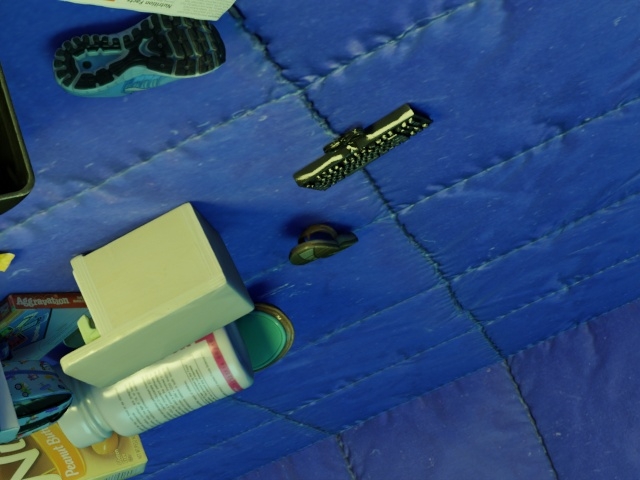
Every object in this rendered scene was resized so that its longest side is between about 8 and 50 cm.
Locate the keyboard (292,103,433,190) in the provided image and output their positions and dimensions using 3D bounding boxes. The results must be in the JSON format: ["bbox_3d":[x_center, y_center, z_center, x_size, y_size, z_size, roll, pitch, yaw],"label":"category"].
[{"bbox_3d":[0.050,-0.114,1.464,0.180,0.023,0.108,-31,159,22],"label":"keyboard"}]

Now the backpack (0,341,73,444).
[{"bbox_3d":[-0.430,0.209,1.565,0.173,0.116,0.158,-12,158,-25],"label":"backpack"}]

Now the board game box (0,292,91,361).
[{"bbox_3d":[-0.440,0.148,1.613,0.281,0.027,0.145,-36,157,34],"label":"board game box"}]

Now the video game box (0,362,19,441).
[{"bbox_3d":[-0.483,0.167,1.375,0.205,0.187,0.048,-11,156,-31],"label":"video game box"}]

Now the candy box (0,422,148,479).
[{"bbox_3d":[-0.452,0.322,1.822,0.317,0.182,0.087,-15,159,-21],"label":"candy box"}]

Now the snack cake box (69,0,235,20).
[{"bbox_3d":[-0.145,-0.244,0.807,0.264,0.089,0.152,-2,154,-45],"label":"snack cake box"}]

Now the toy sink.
[{"bbox_3d":[-0.228,0.071,1.487,0.234,0.131,0.153,-29,160,2],"label":"toy sink"}]

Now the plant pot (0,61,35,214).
[{"bbox_3d":[-0.346,-0.080,0.905,0.188,0.187,0.167,-15,169,-23],"label":"plant pot"}]

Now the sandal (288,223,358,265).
[{"bbox_3d":[0.000,0.000,1.685,0.072,0.049,0.180,-25,176,24],"label":"sandal"}]

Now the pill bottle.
[{"bbox_3d":[-0.258,0.199,1.746,0.283,0.160,0.160,-24,161,2],"label":"pill bottle"}]

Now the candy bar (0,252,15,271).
[{"bbox_3d":[-0.435,0.033,1.329,0.162,0.018,0.040,-8,156,-37],"label":"candy bar"}]

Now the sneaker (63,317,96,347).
[{"bbox_3d":[-0.305,0.124,1.638,0.158,0.064,0.061,-33,158,28],"label":"sneaker"}]

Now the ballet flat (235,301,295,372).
[{"bbox_3d":[-0.135,0.177,1.926,0.342,0.116,0.124,-40,175,41],"label":"ballet flat"}]

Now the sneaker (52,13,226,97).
[{"bbox_3d":[-0.167,-0.167,1.059,0.162,0.063,0.073,-11,176,-18],"label":"sneaker"}]
